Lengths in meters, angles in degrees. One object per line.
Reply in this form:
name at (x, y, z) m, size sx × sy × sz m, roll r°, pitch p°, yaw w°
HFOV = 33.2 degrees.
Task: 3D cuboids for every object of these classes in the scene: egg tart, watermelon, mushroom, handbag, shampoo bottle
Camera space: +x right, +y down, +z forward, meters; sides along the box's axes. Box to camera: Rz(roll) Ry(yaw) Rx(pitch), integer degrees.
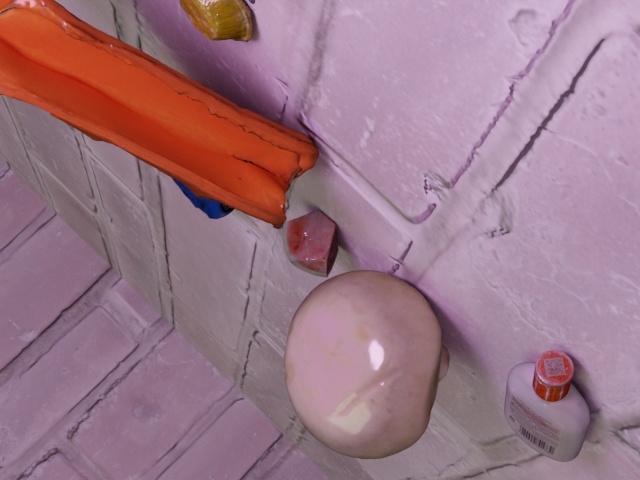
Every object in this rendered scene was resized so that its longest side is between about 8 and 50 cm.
egg tart at (-0.115, -0.245, 1.129) m, size 0.105 × 0.039 × 0.105 m, roll 43°, pitch 164°, yaw 15°
watermelon at (-0.002, 0.006, 1.429) m, size 0.092 × 0.085 × 0.072 m, roll 11°, pitch 166°, yaw -42°
mushroom at (0.071, 0.155, 1.386) m, size 0.246 × 0.202 × 0.246 m, roll 3°, pitch 94°, yaw 58°
handbag at (-0.224, -0.155, 1.240) m, size 0.410 × 0.116 × 0.303 m, roll 27°, pitch 178°, yaw -33°
shampoo bottle at (0.261, 0.186, 1.235) m, size 0.108 × 0.051 × 0.221 m, roll 39°, pitch 162°, yaw 24°

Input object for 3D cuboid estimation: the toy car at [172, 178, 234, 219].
toy car at (-0.189, -0.108, 1.595) m, size 0.103 × 0.063 × 0.216 m, roll 36°, pitch 162°, yaw 31°

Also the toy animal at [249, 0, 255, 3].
toy animal at (-0.136, -0.276, 0.926) m, size 0.205 × 0.081 × 0.367 m, roll 24°, pitch -164°, yaw -11°
